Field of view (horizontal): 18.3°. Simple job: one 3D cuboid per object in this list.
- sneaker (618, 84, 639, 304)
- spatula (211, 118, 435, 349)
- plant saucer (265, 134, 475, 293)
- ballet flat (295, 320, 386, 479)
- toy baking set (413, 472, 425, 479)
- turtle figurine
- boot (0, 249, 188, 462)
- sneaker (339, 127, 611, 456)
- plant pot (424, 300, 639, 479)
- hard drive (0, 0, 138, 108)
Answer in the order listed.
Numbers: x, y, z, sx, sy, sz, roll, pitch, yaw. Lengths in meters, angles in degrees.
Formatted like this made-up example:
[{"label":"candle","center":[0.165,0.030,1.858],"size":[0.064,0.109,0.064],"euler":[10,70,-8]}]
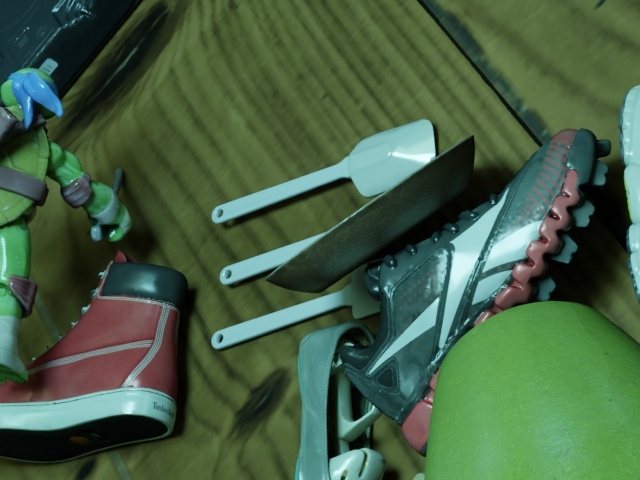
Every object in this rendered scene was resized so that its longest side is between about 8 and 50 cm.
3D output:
[{"label":"sneaker","center":[0.275,-0.005,1.395],"size":[0.110,0.107,0.275],"euler":[-13,62,22]},{"label":"spatula","center":[0.000,0.000,1.700],"size":[0.242,0.019,0.168],"euler":[-19,62,35]},{"label":"plant saucer","center":[0.047,-0.012,1.550],"size":[0.199,0.198,0.036],"euler":[-35,89,24]},{"label":"ballet flat","center":[0.019,0.159,1.558],"size":[0.068,0.072,0.213],"euler":[-24,54,32]},{"label":"toy baking set","center":[0.121,0.273,1.441],"size":[0.256,0.030,0.196],"euler":[5,75,43]},{"label":"turtle figurine","center":[-0.284,-0.005,1.794],"size":[0.275,0.198,0.266],"euler":[-22,47,63]},{"label":"boot","center":[-0.225,0.102,1.805],"size":[0.244,0.088,0.176],"euler":[-13,59,30]},{"label":"sneaker","center":[0.111,0.021,1.498],"size":[0.135,0.097,0.276],"euler":[33,94,10]},{"label":"plant pot","center":[0.175,0.188,1.286],"size":[0.275,0.275,0.293],"euler":[-40,39,20]},{"label":"hard drive","center":[-0.322,-0.285,2.103],"size":[0.237,0.064,0.339],"euler":[-49,46,11]}]
